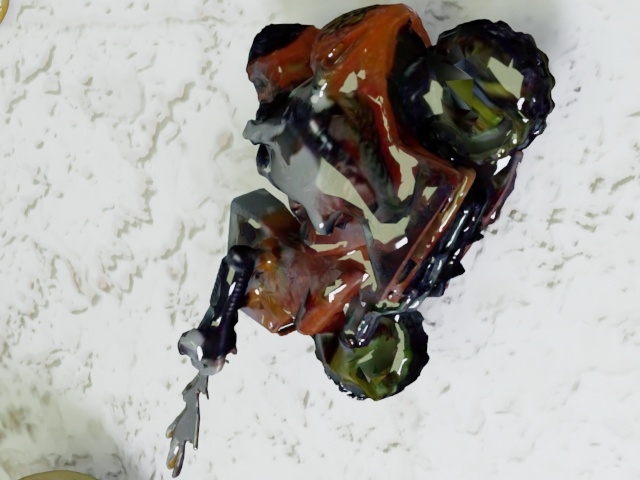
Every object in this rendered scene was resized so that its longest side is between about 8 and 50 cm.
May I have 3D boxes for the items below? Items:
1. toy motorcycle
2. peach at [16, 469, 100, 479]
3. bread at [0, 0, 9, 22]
[{"bbox_3d":[0.000,0.000,1.152,0.207,0.134,0.401,38,126,22],"label":"toy motorcycle"},{"bbox_3d":[-0.227,0.304,1.410,0.232,0.232,0.232,16,117,34],"label":"peach"},{"bbox_3d":[-0.284,-0.207,1.373,0.110,0.024,0.110,16,117,35],"label":"bread"}]
